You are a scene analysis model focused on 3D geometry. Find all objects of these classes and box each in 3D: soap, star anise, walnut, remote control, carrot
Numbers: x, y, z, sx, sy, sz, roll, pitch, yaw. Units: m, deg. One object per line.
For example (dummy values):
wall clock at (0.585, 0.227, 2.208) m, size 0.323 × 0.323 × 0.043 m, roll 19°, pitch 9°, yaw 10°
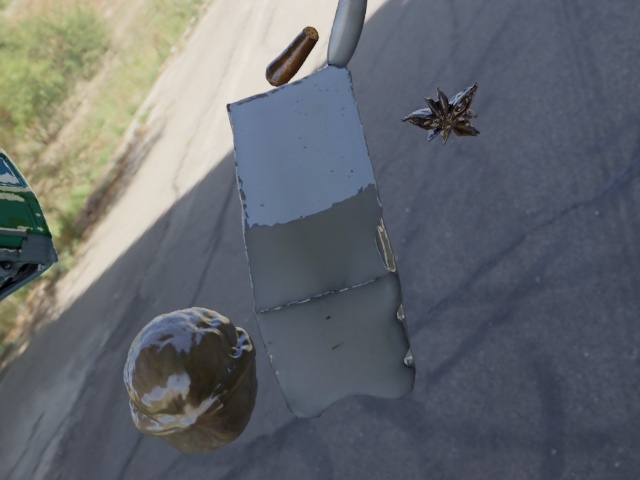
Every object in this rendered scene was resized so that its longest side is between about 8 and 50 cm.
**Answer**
soap at (0.000, 0.000, 1.413) m, size 0.213 × 0.350 × 0.435 m, roll -12°, pitch 46°, yaw 1°
star anise at (0.195, -0.204, 1.492) m, size 0.129 × 0.124 × 0.056 m, roll -9°, pitch 47°, yaw 5°
walnut at (-0.222, 0.243, 1.570) m, size 0.248 × 0.248 × 0.248 m, roll -43°, pitch 22°, yaw 22°
remote control at (0.055, -0.375, 1.444) m, size 0.073 × 0.044 × 0.229 m, roll -27°, pitch -44°, yaw -65°
carrot at (-0.054, -0.356, 1.773) m, size 0.161 × 0.055 × 0.055 m, roll -40°, pitch 22°, yaw 47°

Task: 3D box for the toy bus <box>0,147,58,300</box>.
toy bus at (-0.493, 0.019, 1.050) m, size 0.344 × 0.199 × 0.183 m, roll -30°, pitch -16°, yaw 21°
